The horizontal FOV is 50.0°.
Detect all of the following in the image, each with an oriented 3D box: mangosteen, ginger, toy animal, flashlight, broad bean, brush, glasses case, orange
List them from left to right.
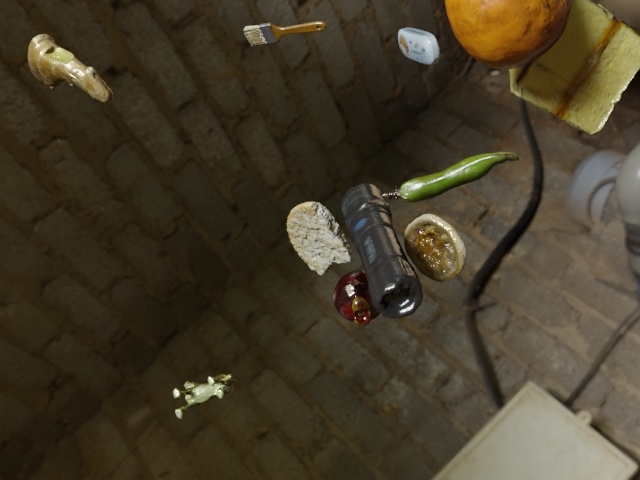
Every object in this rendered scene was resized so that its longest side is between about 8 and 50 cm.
[{"bbox_3d":[-0.622,-0.409,1.687,0.294,0.086,0.131,32,126,21],"label":"ginger"},{"bbox_3d":[-0.268,0.357,1.668,0.073,0.181,0.136,65,-167,6],"label":"toy animal"},{"bbox_3d":[-0.065,-0.388,1.271,0.169,0.014,0.043,2,144,28],"label":"brush"},{"bbox_3d":[0.108,0.156,1.839,0.152,0.152,0.152,45,168,12],"label":"mangosteen"},{"bbox_3d":[0.105,0.010,1.282,0.103,0.103,0.424,52,-168,-23],"label":"flashlight"},{"bbox_3d":[0.232,-0.464,1.632,0.178,0.045,0.067,-128,19,-60],"label":"glasses case"},{"bbox_3d":[0.313,-0.150,1.667,0.077,0.338,0.061,34,-141,-59],"label":"broad bean"},{"bbox_3d":[0.371,-0.489,1.371,0.226,0.284,0.284,-9,131,35],"label":"orange"}]

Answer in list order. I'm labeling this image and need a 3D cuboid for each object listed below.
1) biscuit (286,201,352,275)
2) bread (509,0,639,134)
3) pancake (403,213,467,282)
[{"bbox_3d":[0.000,0.000,1.693,0.188,0.040,0.265,25,146,19],"label":"biscuit"},{"bbox_3d":[0.591,-0.398,1.553,0.263,0.198,0.236,22,137,-21],"label":"bread"},{"bbox_3d":[0.215,0.016,1.289,0.139,0.022,0.140,27,131,35],"label":"pancake"}]
